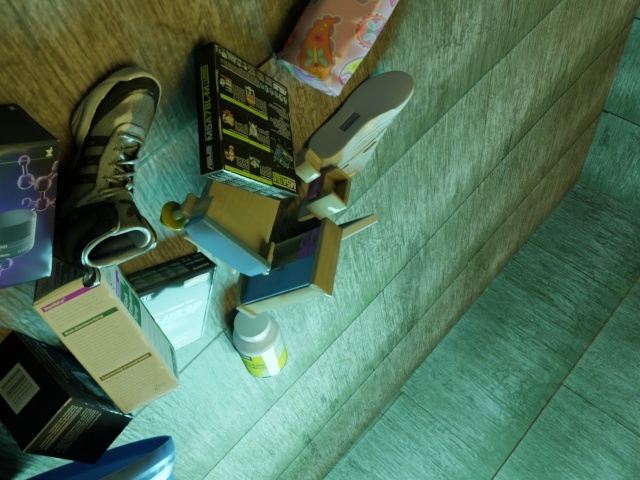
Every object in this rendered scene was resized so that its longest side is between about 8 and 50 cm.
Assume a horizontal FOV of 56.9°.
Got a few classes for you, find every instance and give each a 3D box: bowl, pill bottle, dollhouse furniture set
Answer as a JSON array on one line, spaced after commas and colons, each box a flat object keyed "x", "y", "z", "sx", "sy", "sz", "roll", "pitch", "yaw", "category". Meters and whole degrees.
[{"x": -0.396, "y": 0.391, "z": 0.851, "sx": 0.390, "sy": 0.077, "sz": 0.391, "roll": -18, "pitch": 173, "yaw": -2, "category": "bowl"}, {"x": -0.133, "y": 0.220, "z": 1.283, "sx": 0.103, "sy": 0.103, "sz": 0.184, "roll": -42, "pitch": 149, "yaw": -22, "category": "pill bottle"}, {"x": -0.131, "y": -0.053, "z": 1.009, "sx": 0.303, "sy": 0.198, "sz": 0.287, "roll": 39, "pitch": 47, "yaw": -35, "category": "dollhouse furniture set"}]

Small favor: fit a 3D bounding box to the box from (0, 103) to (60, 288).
[{"x": -0.412, "y": -0.027, "z": 0.588, "sx": 0.261, "sy": 0.103, "sz": 0.185, "roll": -19, "pitch": 134, "yaw": -47, "category": "box"}]

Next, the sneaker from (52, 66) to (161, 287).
[{"x": -0.248, "y": -0.073, "z": 0.729, "sx": 0.269, "sy": 0.153, "sz": 0.101, "roll": -58, "pitch": 152, "yaw": 5, "category": "sneaker"}]

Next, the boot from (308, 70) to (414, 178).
[{"x": 0.083, "y": -0.217, "z": 1.167, "sx": 0.258, "sy": 0.095, "sz": 0.123, "roll": -40, "pitch": 156, "yaw": -8, "category": "boot"}]

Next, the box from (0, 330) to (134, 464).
[{"x": -0.383, "y": 0.229, "z": 0.853, "sx": 0.093, "sy": 0.156, "sz": 0.158, "roll": -50, "pitch": 152, "yaw": -11, "category": "box"}]

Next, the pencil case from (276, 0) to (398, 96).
[{"x": 0.048, "y": -0.368, "z": 0.906, "sx": 0.284, "sy": 0.124, "sz": 0.124, "roll": -60, "pitch": 152, "yaw": 8, "category": "pencil case"}]

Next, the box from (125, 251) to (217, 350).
[{"x": -0.286, "y": 0.128, "z": 1.001, "sx": 0.220, "sy": 0.051, "sz": 0.175, "roll": -21, "pitch": 137, "yaw": -46, "category": "box"}]

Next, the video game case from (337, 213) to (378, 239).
[{"x": 0.000, "y": 0.000, "z": 1.213, "sx": 0.190, "sy": 0.173, "sz": 0.022, "roll": -27, "pitch": 97, "yaw": -41, "category": "video game case"}]

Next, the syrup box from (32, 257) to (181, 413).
[{"x": -0.296, "y": 0.125, "z": 0.836, "sx": 0.096, "sy": 0.093, "sz": 0.237, "roll": -25, "pitch": 125, "yaw": -6, "category": "syrup box"}]

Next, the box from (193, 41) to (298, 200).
[{"x": -0.104, "y": -0.164, "z": 0.857, "sx": 0.190, "sy": 0.045, "sz": 0.184, "roll": 12, "pitch": 72, "yaw": -61, "category": "box"}]
